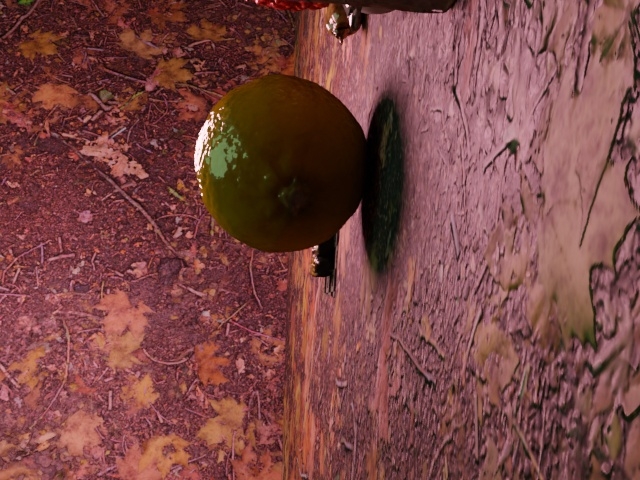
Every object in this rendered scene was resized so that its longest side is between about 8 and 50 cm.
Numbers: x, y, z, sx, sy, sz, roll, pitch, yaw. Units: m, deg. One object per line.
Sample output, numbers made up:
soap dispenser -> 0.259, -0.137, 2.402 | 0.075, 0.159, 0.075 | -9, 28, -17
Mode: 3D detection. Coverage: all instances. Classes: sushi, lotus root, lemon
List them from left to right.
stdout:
lemon -> -0.060, -0.115, 1.393 | 0.293, 0.293, 0.293 | -176, 90, -84
sushi -> 0.000, 0.000, 1.800 | 0.192, 0.050, 0.215 | -179, 94, -84
lotus root -> 0.043, -0.394, 1.589 | 0.072, 0.063, 0.152 | -41, 30, 43

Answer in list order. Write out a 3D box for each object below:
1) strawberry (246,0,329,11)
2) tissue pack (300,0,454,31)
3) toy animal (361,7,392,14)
strawberry -> -0.100, -0.603, 1.761 | 0.267, 0.351, 0.312 | -75, -14, -74
tissue pack -> 0.034, -0.382, 0.906 | 0.238, 0.238, 0.305 | 133, 140, -81
toy animal -> -0.014, -0.379, 1.179 | 0.138, 0.282, 0.140 | -68, -10, -55
